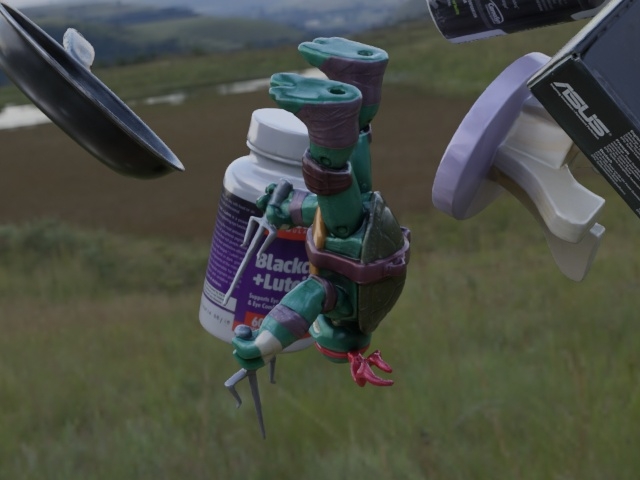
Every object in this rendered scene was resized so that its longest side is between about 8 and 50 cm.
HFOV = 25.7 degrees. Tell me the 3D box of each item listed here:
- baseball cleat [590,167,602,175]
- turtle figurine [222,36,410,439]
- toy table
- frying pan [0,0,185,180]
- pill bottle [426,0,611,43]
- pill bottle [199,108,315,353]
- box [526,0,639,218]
[{"bbox_3d":[0.361,-0.177,1.742,0.072,0.206,0.109,22,-6,-24],"label":"baseball cleat"},{"bbox_3d":[0.000,0.000,0.890,0.118,0.234,0.175,3,26,-5],"label":"turtle figurine"},{"bbox_3d":[0.255,-0.087,1.537,0.161,0.252,0.274,27,48,19],"label":"toy table"},{"bbox_3d":[-0.218,-0.145,1.148,0.053,0.197,0.326,-47,43,2],"label":"frying pan"},{"bbox_3d":[0.248,-0.302,1.561,0.245,0.130,0.130,-7,10,29],"label":"pill bottle"},{"bbox_3d":[-0.037,-0.010,1.208,0.108,0.193,0.108,10,17,-3],"label":"pill bottle"},{"bbox_3d":[0.216,-0.059,0.669,0.184,0.191,0.045,-43,4,-34],"label":"box"}]
